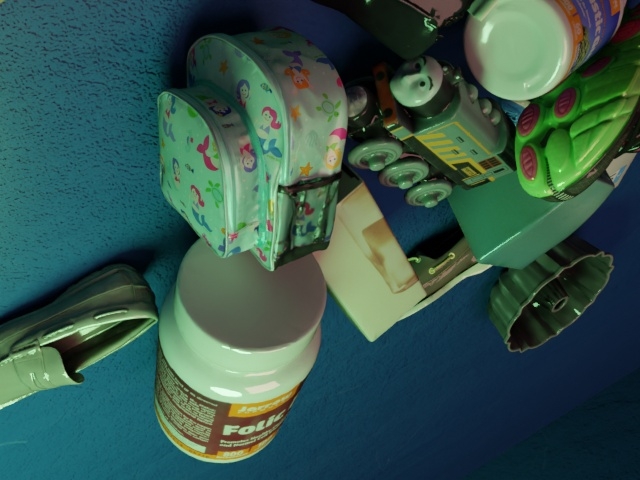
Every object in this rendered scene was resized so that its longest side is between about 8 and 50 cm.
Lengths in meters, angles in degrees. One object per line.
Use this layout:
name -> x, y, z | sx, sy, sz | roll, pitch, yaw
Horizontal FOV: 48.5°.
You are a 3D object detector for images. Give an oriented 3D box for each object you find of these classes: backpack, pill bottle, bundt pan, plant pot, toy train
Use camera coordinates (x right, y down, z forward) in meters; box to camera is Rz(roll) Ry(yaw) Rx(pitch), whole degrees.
backpack -> -0.080, -0.117, 0.834 | 0.191, 0.225, 0.253 | -14, 132, -36
pill bottle -> 0.328, -0.312, 0.996 | 0.272, 0.152, 0.152 | -38, 150, -38
bundt pan -> 0.538, 0.114, 1.715 | 0.331, 0.124, 0.330 | -23, 141, -20
plant pot -> 0.380, -0.082, 1.266 | 0.166, 0.165, 0.234 | 8, 142, -46
pill bottle -> -0.124, 0.160, 1.032 | 0.224, 0.224, 0.392 | -19, 154, -25
toy train -> 0.161, -0.159, 1.028 | 0.190, 0.142, 0.334 | -22, 155, 27

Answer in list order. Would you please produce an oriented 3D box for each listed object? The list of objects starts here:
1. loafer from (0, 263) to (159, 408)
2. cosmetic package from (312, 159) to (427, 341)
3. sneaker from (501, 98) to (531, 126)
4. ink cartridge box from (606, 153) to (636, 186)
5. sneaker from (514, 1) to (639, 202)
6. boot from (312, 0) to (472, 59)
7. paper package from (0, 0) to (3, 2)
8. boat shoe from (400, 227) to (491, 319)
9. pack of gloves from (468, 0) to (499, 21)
loafer -> -0.370, 0.154, 0.970 | 0.319, 0.111, 0.112 | -35, 144, -5
cosmetic package -> 0.036, 0.005, 1.093 | 0.129, 0.153, 0.296 | -39, 137, -5
sneaker -> 0.339, -0.201, 1.247 | 0.084, 0.058, 0.152 | -55, 149, 8
ink cartridge box -> 0.531, -0.162, 1.421 | 0.261, 0.066, 0.296 | -28, 151, -17
sneaker -> 0.460, -0.202, 1.085 | 0.483, 0.185, 0.202 | -46, 113, -33
boot -> 0.096, -0.342, 0.800 | 0.207, 0.094, 0.246 | 18, 125, -27
paper package -> -0.328, -0.308, 0.452 | 0.310, 0.168, 0.325 | -36, 145, -1
boat shoe -> 0.220, 0.058, 1.399 | 0.324, 0.096, 0.116 | -31, -175, -4
pack of gloves -> 0.245, -0.391, 0.877 | 0.046, 0.195, 0.232 | 35, 111, -16
